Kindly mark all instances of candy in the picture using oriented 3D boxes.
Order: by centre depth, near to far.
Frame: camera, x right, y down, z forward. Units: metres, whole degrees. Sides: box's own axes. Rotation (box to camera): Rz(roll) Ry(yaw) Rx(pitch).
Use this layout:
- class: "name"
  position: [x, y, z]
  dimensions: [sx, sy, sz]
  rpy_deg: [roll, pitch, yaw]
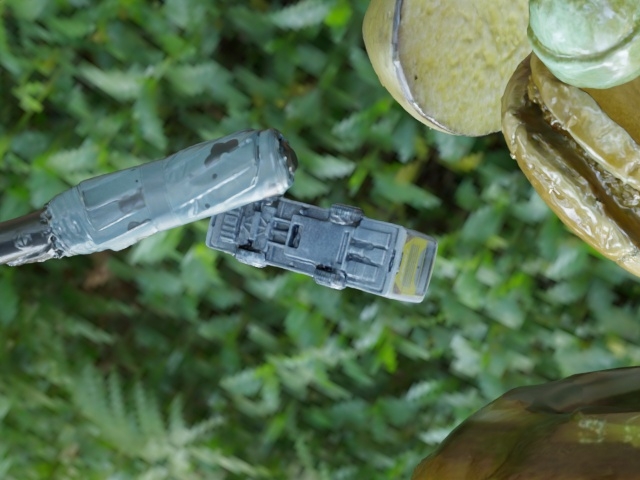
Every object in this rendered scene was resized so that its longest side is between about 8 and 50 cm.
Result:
- class: "candy"
  position: [0.143, -0.061, 0.750]
  dimensions: [0.061, 0.061, 0.202]
  rpy_deg: [4, 160, 36]

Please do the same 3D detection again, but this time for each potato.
- class: "potato"
  position: [0.128, -0.232, 1.869]
  dimensions: [0.116, 0.239, 0.299]
  rpy_deg: [17, -169, 35]

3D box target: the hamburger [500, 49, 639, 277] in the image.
- class: "hamburger"
  position: [0.287, -0.089, 1.534]
  dimensions: [0.259, 0.283, 0.144]
  rpy_deg: [46, 134, 17]

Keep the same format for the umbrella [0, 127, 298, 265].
- class: "umbrella"
  position: [-0.137, -0.028, 1.335]
  dimensions: [0.250, 0.052, 0.053]
  rpy_deg: [-15, 139, 14]

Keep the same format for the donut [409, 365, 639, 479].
- class: "donut"
  position: [0.194, 0.137, 0.910]
  dimensions: [0.330, 0.330, 0.160]
  rpy_deg: [-7, 101, 45]

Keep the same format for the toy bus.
- class: "toy bus"
  position: [0.000, 0.000, 1.403]
  dimensions: [0.190, 0.064, 0.075]
  rpy_deg: [14, -179, 43]
